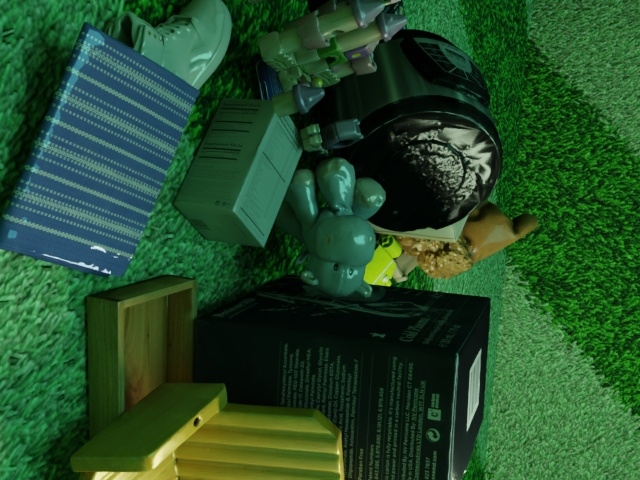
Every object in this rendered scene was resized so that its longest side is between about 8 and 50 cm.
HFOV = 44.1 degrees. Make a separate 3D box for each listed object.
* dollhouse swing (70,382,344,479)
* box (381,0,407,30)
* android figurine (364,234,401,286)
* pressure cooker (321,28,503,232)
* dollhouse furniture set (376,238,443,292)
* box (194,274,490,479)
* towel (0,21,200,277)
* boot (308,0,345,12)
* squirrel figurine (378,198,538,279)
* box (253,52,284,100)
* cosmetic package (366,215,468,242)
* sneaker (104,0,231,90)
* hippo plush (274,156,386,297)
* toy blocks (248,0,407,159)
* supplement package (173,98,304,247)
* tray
[{"bbox_3d":[-0.160,0.445,1.262,0.315,0.305,0.346,-37,130,-55],"label":"dollhouse swing"},{"bbox_3d":[0.183,-0.509,2.114,0.175,0.051,0.220,-56,143,-41],"label":"box"},{"bbox_3d":[0.114,0.093,2.050,0.248,0.056,0.273,-49,149,-4],"label":"android figurine"},{"bbox_3d":[0.198,-0.274,1.816,0.420,0.376,0.369,-94,169,-48],"label":"pressure cooker"},{"bbox_3d":[0.197,0.080,2.307,0.303,0.174,0.355,-35,99,-40],"label":"dollhouse furniture set"},{"bbox_3d":[0.066,0.266,1.557,0.480,0.472,0.297,-22,115,-71],"label":"box"},{"bbox_3d":[-0.324,-0.117,1.170,0.243,0.040,0.335,24,88,-56],"label":"towel"},{"bbox_3d":[0.058,-0.577,1.804,0.207,0.094,0.246,-50,146,-41],"label":"boot"},{"bbox_3d":[0.331,-0.098,2.187,0.397,0.281,0.370,-28,88,-42],"label":"squirrel figurine"},{"bbox_3d":[-0.080,-0.343,1.664,0.225,0.037,0.136,-47,136,-50],"label":"box"},{"bbox_3d":[0.211,-0.101,1.991,0.160,0.310,0.113,-57,143,-38],"label":"cosmetic package"},{"bbox_3d":[-0.247,-0.324,1.270,0.292,0.108,0.169,-68,153,-23],"label":"sneaker"},{"bbox_3d":[0.000,0.000,1.595,0.236,0.235,0.294,-90,-161,-56],"label":"hippo plush"},{"bbox_3d":[0.049,-0.353,1.482,0.288,0.260,0.308,14,61,-74],"label":"toy blocks"},{"bbox_3d":[-0.146,-0.129,1.484,0.139,0.134,0.244,56,48,-52],"label":"supplement package"},{"bbox_3d":[-0.302,0.278,1.355,0.203,0.076,0.410,-16,112,-61],"label":"tray"}]
